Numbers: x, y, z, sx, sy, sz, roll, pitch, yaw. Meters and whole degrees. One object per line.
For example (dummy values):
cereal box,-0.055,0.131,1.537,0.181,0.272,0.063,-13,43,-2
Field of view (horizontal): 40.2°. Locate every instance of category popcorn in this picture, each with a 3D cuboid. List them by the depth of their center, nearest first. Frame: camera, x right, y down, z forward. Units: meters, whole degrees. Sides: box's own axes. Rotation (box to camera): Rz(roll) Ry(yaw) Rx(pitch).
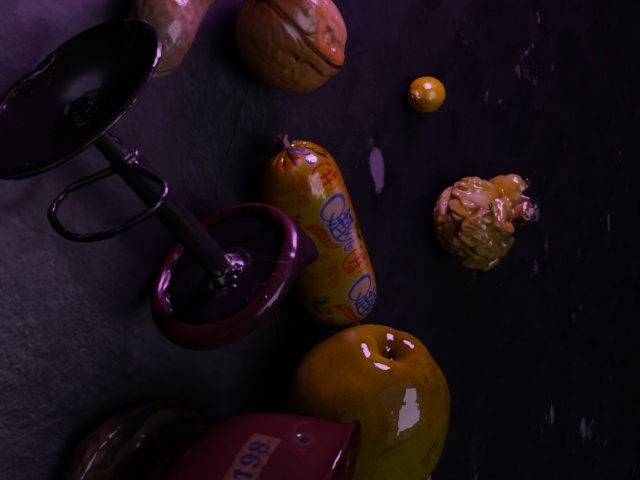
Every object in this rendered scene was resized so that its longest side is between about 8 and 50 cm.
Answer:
popcorn,0.299,-0.053,1.627,0.168,0.173,0.195,47,68,-13

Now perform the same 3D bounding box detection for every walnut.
walnut,-0.038,-0.276,1.182,0.180,0.144,0.144,22,81,-53

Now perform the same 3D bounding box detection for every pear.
pear,0.064,0.277,1.331,0.252,0.253,0.307,-5,125,-49

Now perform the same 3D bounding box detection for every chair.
chair,-0.167,-0.032,1.011,0.227,0.226,0.401,-59,137,-22

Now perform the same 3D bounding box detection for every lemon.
lemon,0.180,-0.249,1.497,0.083,0.062,0.062,-18,111,-46

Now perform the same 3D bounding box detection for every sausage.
sausage,0.000,0.000,1.291,0.123,0.123,0.347,-44,128,-35

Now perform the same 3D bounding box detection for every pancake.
pancake,-0.240,0.347,1.141,0.294,0.049,0.295,-19,116,-47

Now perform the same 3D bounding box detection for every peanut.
peanut,-0.169,-0.293,1.055,0.214,0.099,0.099,-60,136,-20

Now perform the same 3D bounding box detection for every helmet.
helmet,-0.109,0.366,1.071,0.338,0.230,0.385,91,22,-51

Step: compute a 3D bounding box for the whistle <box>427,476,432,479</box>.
whistle,0.148,0.518,1.601,0.110,0.092,0.245,39,67,-48
